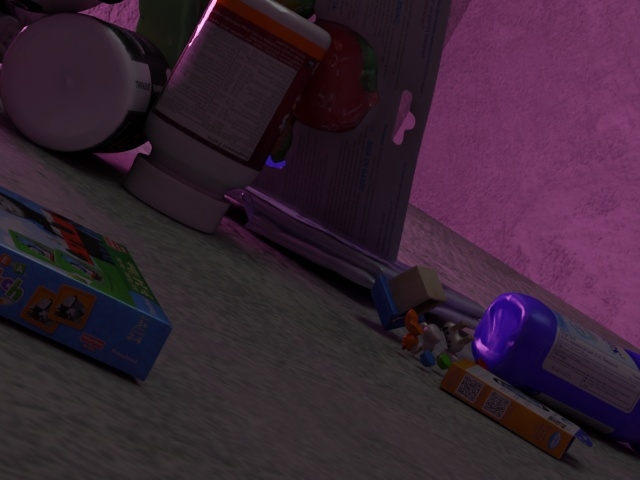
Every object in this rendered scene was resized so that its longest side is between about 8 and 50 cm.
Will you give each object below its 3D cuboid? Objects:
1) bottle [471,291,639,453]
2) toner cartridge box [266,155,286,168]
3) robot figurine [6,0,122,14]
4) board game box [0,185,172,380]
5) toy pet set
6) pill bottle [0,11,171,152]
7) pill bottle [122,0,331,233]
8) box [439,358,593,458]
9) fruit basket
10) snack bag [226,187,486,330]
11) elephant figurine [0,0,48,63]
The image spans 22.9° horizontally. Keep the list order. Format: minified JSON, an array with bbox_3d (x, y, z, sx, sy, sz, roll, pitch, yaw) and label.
[{"bbox_3d":[0.295,0.151,1.641,0.283,0.092,0.118,28,5,-18],"label":"bottle"},{"bbox_3d":[-0.107,-0.123,2.183,0.348,0.075,0.165,33,7,29],"label":"toner cartridge box"},{"bbox_3d":[-0.241,-0.334,1.436,0.174,0.278,0.209,9,51,-7],"label":"robot figurine"},{"bbox_3d":[-0.192,-0.006,0.852,0.211,0.039,0.160,26,7,-21],"label":"board game box"},{"bbox_3d":[0.086,0.084,1.487,0.122,0.065,0.114,16,49,-56],"label":"toy pet set"},{"bbox_3d":[-0.218,-0.150,1.557,0.130,0.130,0.246,30,6,4],"label":"pill bottle"},{"bbox_3d":[-0.092,-0.126,1.502,0.121,0.221,0.121,29,5,-3],"label":"pill bottle"},{"bbox_3d":[0.173,0.149,1.378,0.136,0.028,0.081,33,6,13],"label":"box"},{"bbox_3d":[-0.027,-0.187,1.659,0.353,0.327,0.165,25,36,23],"label":"fruit basket"},{"bbox_3d":[0.000,0.000,1.818,0.342,0.037,0.323,29,4,28],"label":"snack bag"},{"bbox_3d":[-0.390,-0.261,1.743,0.169,0.186,0.239,-12,10,-19],"label":"elephant figurine"}]
